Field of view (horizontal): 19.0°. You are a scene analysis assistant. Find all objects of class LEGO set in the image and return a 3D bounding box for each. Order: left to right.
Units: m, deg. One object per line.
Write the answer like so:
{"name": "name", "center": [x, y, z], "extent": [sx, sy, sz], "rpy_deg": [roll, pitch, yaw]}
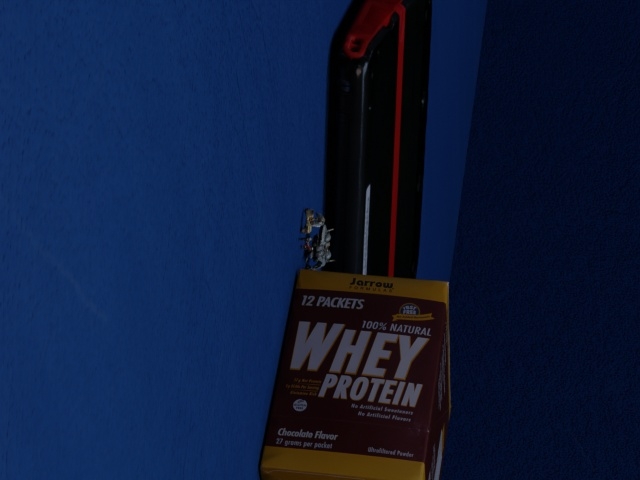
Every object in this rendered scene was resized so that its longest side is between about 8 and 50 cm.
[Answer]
{"name": "LEGO set", "center": [0.000, 0.002, 1.624], "extent": [0.083, 0.023, 0.054], "rpy_deg": [23, 72, -82]}

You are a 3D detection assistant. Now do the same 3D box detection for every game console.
{"name": "game console", "center": [0.049, -0.056, 1.882], "extent": [0.342, 0.060, 0.387], "rpy_deg": [-58, 152, -64]}

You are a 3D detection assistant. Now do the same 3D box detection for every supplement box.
{"name": "supplement box", "center": [0.035, 0.160, 1.600], "extent": [0.191, 0.129, 0.194], "rpy_deg": [84, 13, -53]}
